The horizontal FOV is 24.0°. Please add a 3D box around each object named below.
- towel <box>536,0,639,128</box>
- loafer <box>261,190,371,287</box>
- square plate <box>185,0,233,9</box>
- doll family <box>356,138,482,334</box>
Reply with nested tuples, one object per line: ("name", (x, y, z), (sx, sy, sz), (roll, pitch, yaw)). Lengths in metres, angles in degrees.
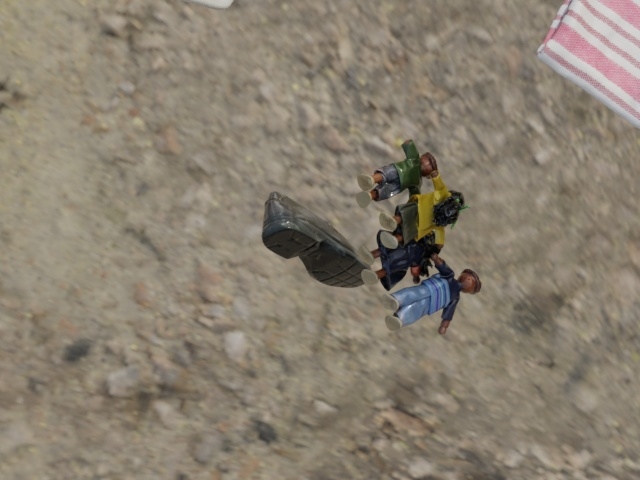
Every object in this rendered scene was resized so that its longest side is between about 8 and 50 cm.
("towel", (0.286, -0.200, 1.273), (0.144, 0.029, 0.197), (30, 85, -9))
("loafer", (0.000, 0.000, 1.669), (0.062, 0.170, 0.061), (-25, 51, 26))
("square plate", (-0.120, -0.347, 1.023), (0.049, 0.347, 0.344), (19, 99, 26))
("doll family", (0.100, 0.000, 1.472), (0.076, 0.111, 0.193), (27, 128, 42))
